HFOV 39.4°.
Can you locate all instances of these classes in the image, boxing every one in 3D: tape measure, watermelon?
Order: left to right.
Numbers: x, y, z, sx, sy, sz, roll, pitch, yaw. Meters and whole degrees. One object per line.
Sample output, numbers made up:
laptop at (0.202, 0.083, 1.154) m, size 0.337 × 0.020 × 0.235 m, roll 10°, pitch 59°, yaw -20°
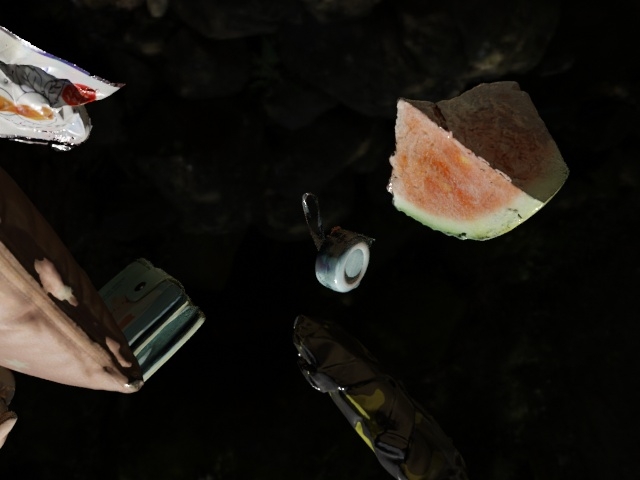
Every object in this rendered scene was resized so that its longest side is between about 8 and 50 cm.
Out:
tape measure at (-0.003, 0.003, 1.431) m, size 0.180 × 0.104 × 0.107 m, roll 38°, pitch -165°, yaw 29°
watermelon at (0.222, -0.116, 1.353) m, size 0.193 × 0.231 × 0.310 m, roll -13°, pitch -173°, yaw -16°

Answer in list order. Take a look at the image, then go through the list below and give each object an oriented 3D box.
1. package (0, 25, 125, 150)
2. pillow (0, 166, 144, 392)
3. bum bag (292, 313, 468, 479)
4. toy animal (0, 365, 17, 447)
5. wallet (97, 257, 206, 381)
package at (-0.383, -0.186, 1.078) m, size 0.270 × 0.071 × 0.194 m, roll 13°, pitch 133°, yaw -33°
pillow at (-0.213, -0.012, 0.451) m, size 0.236 × 0.084 × 0.223 m, roll 22°, pitch 153°, yaw 29°
bum bag at (0.053, 0.153, 0.815) m, size 0.060 × 0.232 × 0.107 m, roll -51°, pitch 159°, yaw 16°
toy animal at (-0.540, 0.241, 1.349) m, size 0.154 × 0.166 × 0.250 m, roll -38°, pitch -152°, yaw -2°
wallet at (-0.291, 0.124, 1.405) m, size 0.176 × 0.075 × 0.250 m, roll -45°, pitch -151°, yaw -13°
